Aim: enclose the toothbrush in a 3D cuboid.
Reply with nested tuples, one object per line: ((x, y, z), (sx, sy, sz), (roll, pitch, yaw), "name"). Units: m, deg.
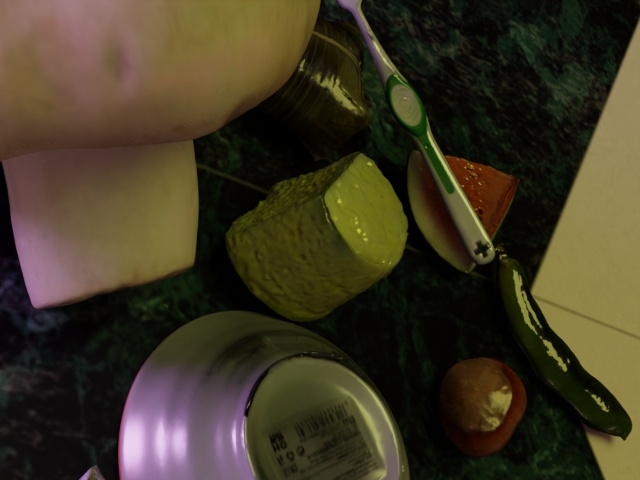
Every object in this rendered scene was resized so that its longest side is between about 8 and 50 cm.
((0.080, -0.113, 1.109), (0.030, 0.030, 0.304), (-30, 94, -45), "toothbrush")

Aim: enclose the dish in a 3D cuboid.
((-0.015, 0.162, 0.920), (0.260, 0.085, 0.260), (19, 57, -31), "dish")

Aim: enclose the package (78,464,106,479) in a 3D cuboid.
((-0.179, 0.187, 0.819), (0.110, 0.015, 0.037), (-26, 80, -46), "package")

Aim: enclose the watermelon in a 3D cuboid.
((0.150, -0.045, 1.162), (0.135, 0.094, 0.125), (-23, 82, -42), "watermelon")

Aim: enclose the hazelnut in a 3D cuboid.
((0.138, 0.143, 1.070), (0.086, 0.086, 0.086), (19, 56, -31), "hazelnut")

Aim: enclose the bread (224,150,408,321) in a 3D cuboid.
((0.000, 0.000, 1.001), (0.111, 0.114, 0.129), (50, 38, -14), "bread")

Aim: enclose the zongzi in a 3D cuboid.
((-0.037, -0.189, 1.097), (0.187, 0.084, 0.184), (37, 38, -26), "zongzi")

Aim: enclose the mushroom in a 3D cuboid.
((-0.163, -0.142, 0.789), (0.353, 0.325, 0.353), (8, 71, -25), "mushroom")

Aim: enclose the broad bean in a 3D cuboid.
((0.223, 0.102, 1.181), (0.069, 0.039, 0.226), (-33, 92, -44), "broad bean")
